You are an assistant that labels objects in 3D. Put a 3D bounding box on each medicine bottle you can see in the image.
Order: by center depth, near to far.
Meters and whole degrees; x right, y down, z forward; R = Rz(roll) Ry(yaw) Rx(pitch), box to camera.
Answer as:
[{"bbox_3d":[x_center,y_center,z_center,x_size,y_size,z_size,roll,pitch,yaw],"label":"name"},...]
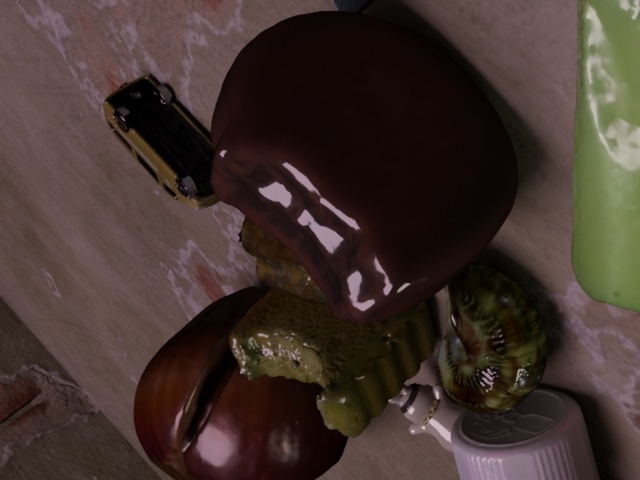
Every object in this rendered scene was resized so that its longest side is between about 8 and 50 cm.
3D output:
[{"bbox_3d":[0.286,0.398,1.275,0.242,0.242,0.395,7,123,54],"label":"medicine bottle"}]

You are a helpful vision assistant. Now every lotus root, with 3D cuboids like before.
[{"bbox_3d":[0.000,0.000,1.350,0.275,0.160,0.152,16,122,53],"label":"lotus root"}]

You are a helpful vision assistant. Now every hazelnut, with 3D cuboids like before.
[{"bbox_3d":[-0.135,0.267,1.667,0.359,0.359,0.409,53,148,0],"label":"hazelnut"}]

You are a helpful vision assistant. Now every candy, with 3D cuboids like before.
[{"bbox_3d":[0.290,-0.083,0.848,0.142,0.132,0.344,47,155,47],"label":"candy"}]

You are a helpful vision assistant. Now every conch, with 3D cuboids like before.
[{"bbox_3d":[0.204,0.116,1.218,0.181,0.124,0.187,104,153,-68],"label":"conch"}]

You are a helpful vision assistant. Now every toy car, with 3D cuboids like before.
[{"bbox_3d":[-0.240,-0.144,1.610,0.257,0.101,0.124,46,156,16],"label":"toy car"}]

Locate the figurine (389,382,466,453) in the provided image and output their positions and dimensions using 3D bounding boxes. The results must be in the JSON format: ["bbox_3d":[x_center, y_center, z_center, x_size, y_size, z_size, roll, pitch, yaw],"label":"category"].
[{"bbox_3d":[0.157,0.251,1.451,0.146,0.081,0.098,31,171,18],"label":"figurine"}]

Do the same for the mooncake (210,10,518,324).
[{"bbox_3d":[0.041,-0.070,1.057,0.325,0.334,0.174,14,154,-11],"label":"mooncake"}]

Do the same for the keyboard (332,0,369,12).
[{"bbox_3d":[0.055,-0.299,1.084,0.055,0.014,0.176,56,152,-3],"label":"keyboard"}]

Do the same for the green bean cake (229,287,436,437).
[{"bbox_3d":[0.019,0.149,1.415,0.236,0.233,0.124,27,148,41],"label":"green bean cake"}]
